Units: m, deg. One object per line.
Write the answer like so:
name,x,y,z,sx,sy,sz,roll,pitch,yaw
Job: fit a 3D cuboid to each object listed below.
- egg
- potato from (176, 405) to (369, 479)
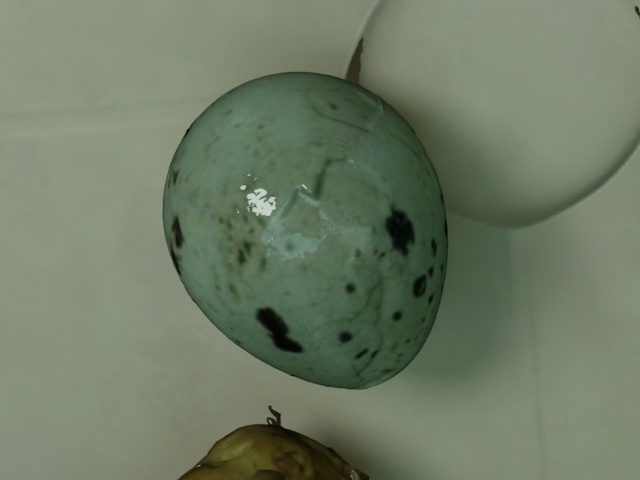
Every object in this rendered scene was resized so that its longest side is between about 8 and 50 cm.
egg,0.000,0.000,0.739,0.131,0.131,0.164,-27,118,16
potato,-0.055,0.224,0.844,0.172,0.140,0.300,4,122,-10
